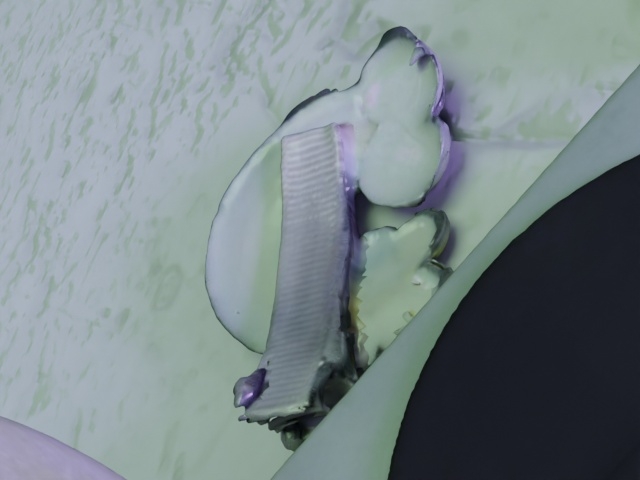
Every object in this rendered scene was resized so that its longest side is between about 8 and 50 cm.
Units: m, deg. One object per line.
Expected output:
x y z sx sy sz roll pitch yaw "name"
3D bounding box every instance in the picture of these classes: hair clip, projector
0.000 0.000 0.634 0.116 0.049 0.172 -15 54 26 "hair clip"
0.131 0.081 0.462 0.257 0.079 0.259 -48 46 4 "projector"

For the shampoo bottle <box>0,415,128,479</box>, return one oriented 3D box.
-0.150 0.226 0.431 0.317 0.322 0.322 -50 45 18 "shampoo bottle"
